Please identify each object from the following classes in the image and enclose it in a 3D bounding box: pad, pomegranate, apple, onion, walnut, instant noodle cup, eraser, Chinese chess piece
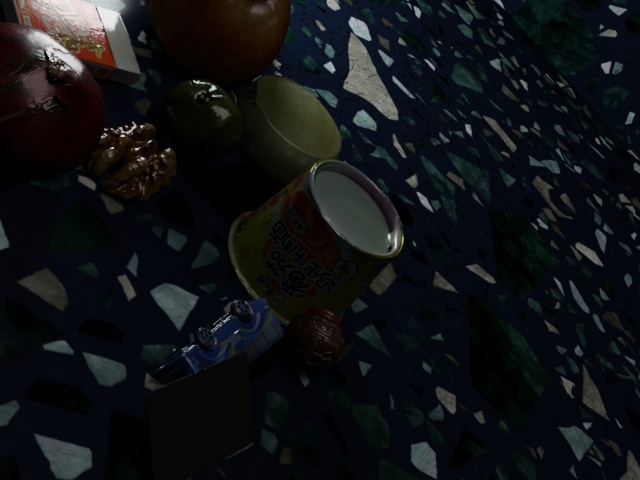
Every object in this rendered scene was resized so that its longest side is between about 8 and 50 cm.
[{"bbox_3d":[-0.160,0.244,1.433,0.211,0.003,0.143,-16,106,-56],"label":"pad"},{"bbox_3d":[-0.190,-0.211,1.856,0.152,0.131,0.191,55,25,18],"label":"pomegranate"},{"bbox_3d":[-0.185,-0.462,2.017,0.309,0.250,0.277,56,32,10],"label":"apple"},{"bbox_3d":[-0.426,-0.218,1.574,0.248,0.161,0.248,53,14,-19],"label":"onion"},{"bbox_3d":[-0.301,-0.137,1.699,0.143,0.069,0.170,49,35,0],"label":"walnut"},{"bbox_3d":[0.000,0.000,1.782,0.264,0.200,0.264,29,38,-25],"label":"instant noodle cup"},{"bbox_3d":[-0.430,-0.357,1.812,0.230,0.038,0.157,9,48,-45],"label":"eraser"},{"bbox_3d":[-0.069,-0.215,2.034,0.237,0.092,0.238,30,37,-26],"label":"Chinese chess piece"}]

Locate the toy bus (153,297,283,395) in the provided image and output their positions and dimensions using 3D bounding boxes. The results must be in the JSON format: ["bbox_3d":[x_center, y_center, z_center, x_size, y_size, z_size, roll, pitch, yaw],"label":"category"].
[{"bbox_3d":[-0.143,0.161,1.553,0.094,0.079,0.236,51,33,1],"label":"toy bus"}]

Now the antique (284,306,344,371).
[{"bbox_3d":[-0.010,0.163,1.690,0.104,0.104,0.104,30,36,-25],"label":"antique"}]
